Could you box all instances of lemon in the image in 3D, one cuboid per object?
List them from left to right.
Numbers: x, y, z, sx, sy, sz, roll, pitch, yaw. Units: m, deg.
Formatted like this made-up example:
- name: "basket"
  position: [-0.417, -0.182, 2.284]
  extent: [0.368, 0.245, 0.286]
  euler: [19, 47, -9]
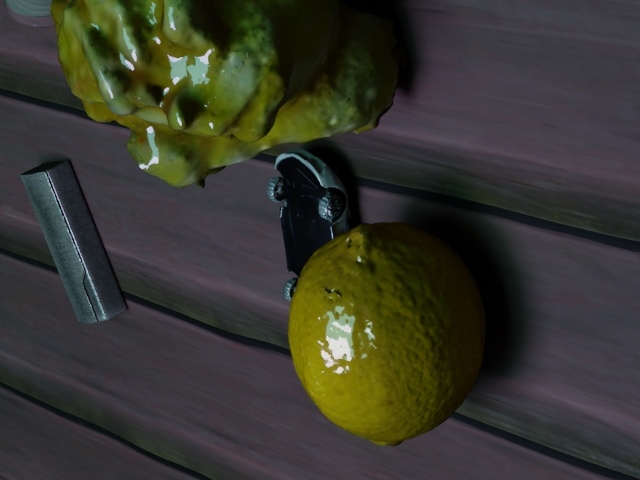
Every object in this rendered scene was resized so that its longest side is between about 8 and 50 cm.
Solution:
- name: "lemon"
  position: [0.061, 0.088, 1.852]
  extent: [0.188, 0.188, 0.256]
  euler: [30, 140, 41]

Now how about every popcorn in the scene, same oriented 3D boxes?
- name: "popcorn"
  position: [-0.096, -0.227, 1.765]
  extent: [0.325, 0.290, 0.321]
  euler: [-46, 68, 27]

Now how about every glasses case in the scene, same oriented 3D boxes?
- name: "glasses case"
  position: [-0.311, 0.003, 2.455]
  extent: [0.071, 0.047, 0.205]
  euler: [-2, 111, 54]

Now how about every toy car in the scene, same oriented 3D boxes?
- name: "toy car"
  position: [0.000, 0.000, 1.997]
  extent: [0.095, 0.056, 0.205]
  euler: [20, 126, 47]

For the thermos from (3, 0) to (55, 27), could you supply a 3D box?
- name: "thermos"
  position: [-0.322, -0.355, 2.109]
  extent: [0.176, 0.146, 0.265]
  euler: [21, 142, 15]
